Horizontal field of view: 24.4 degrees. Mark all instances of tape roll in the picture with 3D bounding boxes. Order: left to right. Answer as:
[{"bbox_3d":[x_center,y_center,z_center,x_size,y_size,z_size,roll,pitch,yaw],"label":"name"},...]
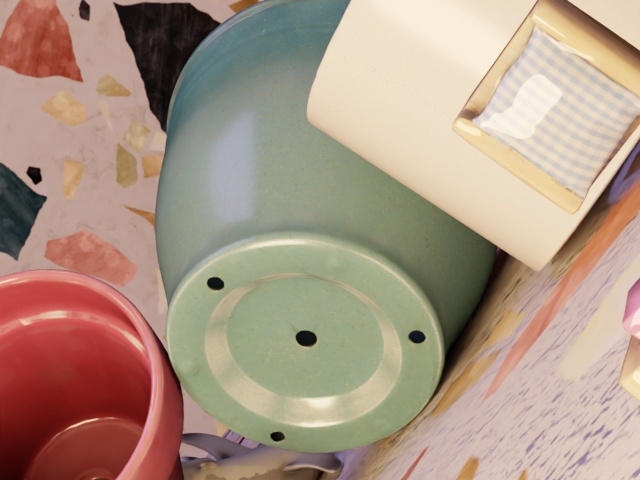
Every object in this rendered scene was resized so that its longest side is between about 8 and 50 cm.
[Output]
[{"bbox_3d":[0.127,-0.126,0.873,0.246,0.169,0.246,-55,-6,-8],"label":"tape roll"}]

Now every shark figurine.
[{"bbox_3d":[-0.093,0.216,1.162,0.166,0.278,0.116,13,105,59],"label":"shark figurine"}]

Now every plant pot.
[{"bbox_3d":[-0.180,0.148,1.032,0.201,0.201,0.180,-53,-26,-19],"label":"plant pot"},{"bbox_3d":[0.000,0.000,1.046,0.272,0.271,0.255,-52,15,33],"label":"plant pot"}]

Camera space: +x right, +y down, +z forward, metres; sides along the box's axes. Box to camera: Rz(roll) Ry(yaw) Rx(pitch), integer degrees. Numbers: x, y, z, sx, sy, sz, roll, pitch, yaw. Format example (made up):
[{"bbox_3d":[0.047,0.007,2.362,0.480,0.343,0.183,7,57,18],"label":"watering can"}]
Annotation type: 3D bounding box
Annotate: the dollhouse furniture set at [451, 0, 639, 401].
[{"bbox_3d":[0.062,-0.115,0.282,0.286,0.303,0.198,-53,0,26],"label":"dollhouse furniture set"}]
